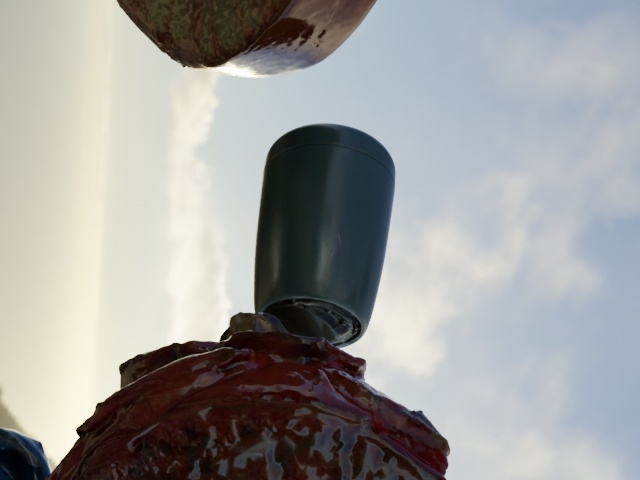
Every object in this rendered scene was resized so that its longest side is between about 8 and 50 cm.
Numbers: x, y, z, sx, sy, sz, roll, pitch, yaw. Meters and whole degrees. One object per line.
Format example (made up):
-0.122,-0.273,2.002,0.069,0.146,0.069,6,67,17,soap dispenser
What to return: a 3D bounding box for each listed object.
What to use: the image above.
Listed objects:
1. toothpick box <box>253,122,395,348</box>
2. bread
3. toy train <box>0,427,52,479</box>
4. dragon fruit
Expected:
0.000,0.000,1.036,0.120,0.120,0.184,108,-8,-56,toothpick box
-0.073,-0.296,1.050,0.327,0.114,0.295,28,-69,43,bread
-0.305,0.311,0.972,0.265,0.300,0.188,-44,174,7,toy train
-0.088,0.127,0.829,0.152,0.317,0.205,58,10,-20,dragon fruit
